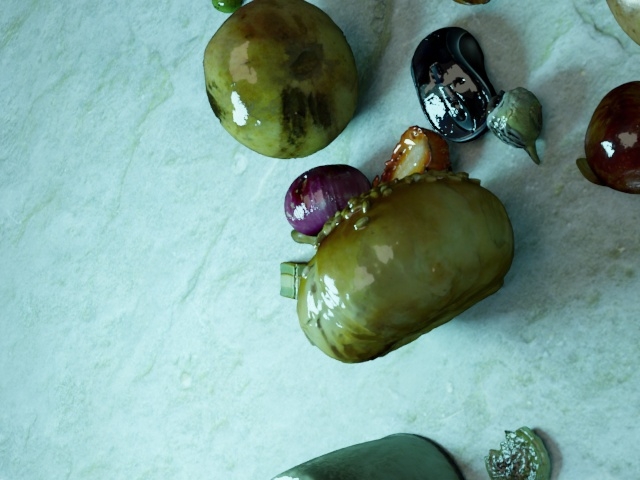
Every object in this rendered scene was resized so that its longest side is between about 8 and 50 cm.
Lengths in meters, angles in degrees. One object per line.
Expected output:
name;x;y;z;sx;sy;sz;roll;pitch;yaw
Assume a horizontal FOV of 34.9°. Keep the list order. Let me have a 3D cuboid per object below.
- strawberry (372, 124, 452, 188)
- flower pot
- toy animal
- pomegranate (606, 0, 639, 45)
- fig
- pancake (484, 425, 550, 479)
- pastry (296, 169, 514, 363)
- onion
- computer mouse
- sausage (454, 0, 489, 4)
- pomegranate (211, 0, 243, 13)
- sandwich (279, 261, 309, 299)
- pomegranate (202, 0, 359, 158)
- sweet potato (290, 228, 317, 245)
strawberry;0.177;-0.133;1.910;0.188;0.082;0.121;-46;51;45
flower pot;0.061;0.493;1.789;0.294;0.330;0.293;-7;80;42
toy animal;0.335;-0.196;1.761;0.098;0.098;0.137;4;111;43
pomegranate;0.544;-0.415;1.429;0.338;0.338;0.338;-4;83;42
fig;0.478;-0.135;1.587;0.175;0.175;0.207;59;138;28
pancake;0.342;0.384;1.748;0.116;0.023;0.129;49;123;34
pastry;0.133;0.038;1.740;0.409;0.410;0.245;-40;72;33
onion;0.018;-0.074;1.979;0.153;0.177;0.177;46;118;10
computer mouse;0.236;-0.290;1.851;0.137;0.096;0.233;-40;60;32
sausage;0.254;-0.579;1.860;0.102;0.102;0.330;-14;77;41
pomegranate;-0.208;-0.547;2.306;0.073;0.084;0.073;2;98;15
sandwich;-0.017;0.085;2.104;0.163;0.114;0.079;173;99;-77
pomegranate;-0.075;-0.317;1.998;0.322;0.322;0.322;-4;83;42
sweet potato;0.000;-0.002;2.072;0.182;0.054;0.053;24;94;43
